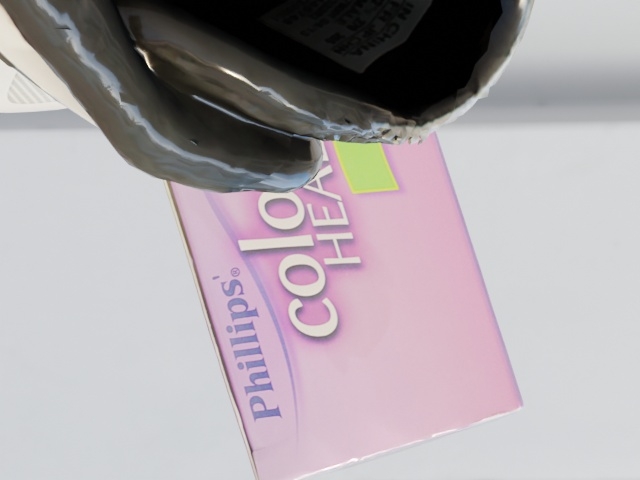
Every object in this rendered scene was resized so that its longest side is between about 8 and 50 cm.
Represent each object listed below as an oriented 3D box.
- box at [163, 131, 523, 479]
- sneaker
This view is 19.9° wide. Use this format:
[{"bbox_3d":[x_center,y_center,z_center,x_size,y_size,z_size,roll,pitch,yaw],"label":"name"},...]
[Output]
[{"bbox_3d":[0.000,0.000,0.868,0.243,0.117,0.214,77,-4,-82],"label":"box"},{"bbox_3d":[-0.067,-0.075,0.456,0.169,0.257,0.447,-50,163,-1],"label":"sneaker"}]
